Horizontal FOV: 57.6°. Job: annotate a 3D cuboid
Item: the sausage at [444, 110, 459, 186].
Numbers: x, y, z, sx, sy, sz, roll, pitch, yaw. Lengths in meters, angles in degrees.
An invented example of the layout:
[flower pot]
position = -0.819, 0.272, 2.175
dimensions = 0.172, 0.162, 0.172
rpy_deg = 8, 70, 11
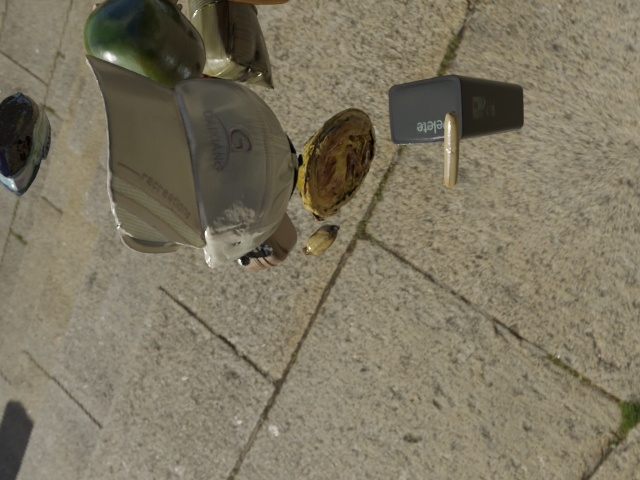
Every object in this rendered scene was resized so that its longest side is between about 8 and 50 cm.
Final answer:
[sausage]
position = 0.204, -0.140, 0.905
dimensions = 0.024, 0.024, 0.132
rpy_deg = 16, 138, 26

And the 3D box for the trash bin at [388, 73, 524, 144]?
[trash bin]
position = 0.268, -0.248, 1.125
dimensions = 0.165, 0.225, 0.115
rpy_deg = 4, 101, 48

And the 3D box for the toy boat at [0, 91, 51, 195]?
[toy boat]
position = -0.592, -0.189, 1.156
dimensions = 0.262, 0.114, 0.115
rpy_deg = -110, 11, -46

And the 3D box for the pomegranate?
[pomegranate]
position = -0.231, -0.280, 0.782
dimensions = 0.131, 0.152, 0.191
rpy_deg = -19, 58, 23

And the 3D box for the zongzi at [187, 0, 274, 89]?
[zongzi]
position = -0.150, -0.403, 1.078
dimensions = 0.112, 0.242, 0.221
rpy_deg = -3, 94, 24

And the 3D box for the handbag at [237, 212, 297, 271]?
[handbag]
position = -0.209, -0.047, 1.729
dimensions = 0.149, 0.283, 0.302
rpy_deg = -20, 114, 21

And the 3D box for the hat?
[hat]
position = -0.110, -0.099, 0.558
dimensions = 0.164, 0.226, 0.220
rpy_deg = -15, 77, 2

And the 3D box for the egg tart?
[egg tart]
position = 0.025, -0.193, 1.455
dimensions = 0.132, 0.297, 0.297
rpy_deg = 28, 110, 29

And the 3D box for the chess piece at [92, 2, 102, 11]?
[chess piece]
position = -0.690, -0.702, 1.832
dimensions = 0.083, 0.038, 0.084
rpy_deg = 19, 111, 59

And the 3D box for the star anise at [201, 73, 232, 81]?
[star anise]
position = -0.218, -0.334, 1.247
dimensions = 0.111, 0.212, 0.196
rpy_deg = -24, 67, -8

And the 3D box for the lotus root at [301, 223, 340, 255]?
[lotus root]
position = 0.000, 0.000, 1.770
dimensions = 0.152, 0.072, 0.063
rpy_deg = -39, 51, 15

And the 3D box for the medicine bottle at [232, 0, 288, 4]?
[medicine bottle]
position = -0.110, -0.455, 0.821
dimensions = 0.222, 0.112, 0.149
rpy_deg = 62, 145, 30
